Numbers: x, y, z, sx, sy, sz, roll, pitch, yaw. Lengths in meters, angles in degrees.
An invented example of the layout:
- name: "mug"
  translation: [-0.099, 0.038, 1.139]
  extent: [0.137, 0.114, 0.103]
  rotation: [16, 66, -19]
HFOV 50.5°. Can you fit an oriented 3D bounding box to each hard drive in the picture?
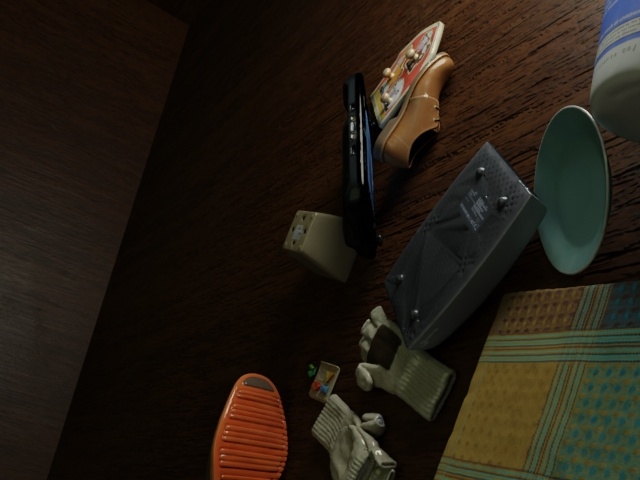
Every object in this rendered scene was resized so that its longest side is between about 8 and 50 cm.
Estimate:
- name: "hard drive"
  translation: [0.184, 0.012, 0.892]
  extent: [0.255, 0.054, 0.172]
  rotation: [-56, 23, 23]

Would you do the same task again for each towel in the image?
- name: "towel"
  translation: [0.212, 0.209, 0.650]
  extent: [0.271, 0.040, 0.370]
  rotation: [-16, 45, 64]

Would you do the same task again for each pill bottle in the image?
- name: "pill bottle"
  translation: [0.374, -0.247, 0.695]
  extent: [0.152, 0.152, 0.272]
  rotation: [-10, 60, 57]

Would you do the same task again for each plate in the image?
- name: "plate"
  translation: [0.284, -0.055, 0.756]
  extent: [0.188, 0.024, 0.188]
  rotation: [178, 90, -85]

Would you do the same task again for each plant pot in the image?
- name: "plant pot"
  translation: [0.000, 0.000, 1.188]
  extent: [0.109, 0.096, 0.109]
  rotation: [11, 77, 61]

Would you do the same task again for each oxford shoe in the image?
- name: "oxford shoe"
  translation: [0.172, -0.209, 1.114]
  extent: [0.076, 0.076, 0.212]
  rotation: [27, 86, 28]
- name: "oxford shoe"
  translation: [-0.144, 0.397, 1.092]
  extent: [0.132, 0.129, 0.364]
  rotation: [-36, 39, 51]

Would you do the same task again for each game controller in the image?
- name: "game controller"
  translation: [0.069, -0.130, 1.133]
  extent: [0.167, 0.067, 0.319]
  rotation: [89, -179, -53]

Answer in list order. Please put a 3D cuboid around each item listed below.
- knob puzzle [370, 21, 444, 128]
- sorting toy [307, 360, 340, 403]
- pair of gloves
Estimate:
- name: "knob puzzle"
  translation: [0.150, -0.311, 1.213]
  extent: [0.213, 0.030, 0.213]
  rotation: [-52, 19, 26]
- name: "sorting toy"
  translation: [-0.003, 0.227, 1.101]
  extent: [0.083, 0.012, 0.062]
  rotation: [2, 70, 59]
- name: "pair of gloves"
  translation: [0.071, 0.230, 0.946]
  extent: [0.240, 0.042, 0.204]
  rotation: [-60, 29, 10]
